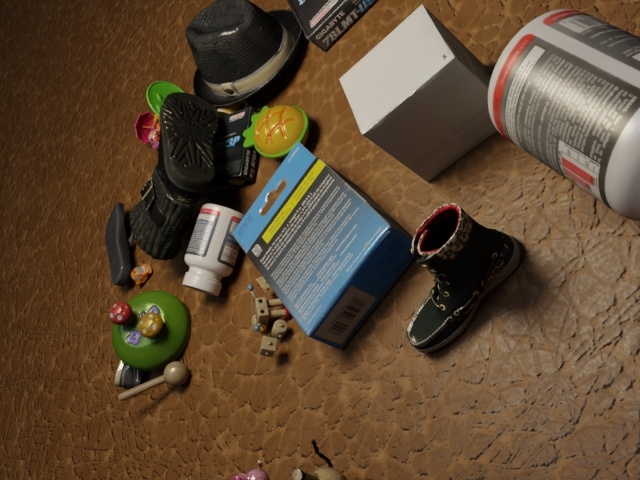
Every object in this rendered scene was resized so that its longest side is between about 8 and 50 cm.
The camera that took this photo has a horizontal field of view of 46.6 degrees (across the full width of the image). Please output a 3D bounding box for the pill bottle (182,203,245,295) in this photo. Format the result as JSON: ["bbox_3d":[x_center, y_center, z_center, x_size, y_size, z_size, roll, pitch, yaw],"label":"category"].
[{"bbox_3d":[-0.230,0.022,1.591,0.107,0.108,0.180,6,74,45],"label":"pill bottle"}]

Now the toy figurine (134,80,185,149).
[{"bbox_3d":[-0.423,-0.302,1.956,0.159,0.130,0.173,-38,72,42],"label":"toy figurine"}]

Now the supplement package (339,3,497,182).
[{"bbox_3d":[0.180,-0.243,1.262,0.194,0.203,0.149,-38,49,24],"label":"supplement package"}]

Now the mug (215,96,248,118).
[{"bbox_3d":[-0.214,-0.316,1.788,0.062,0.078,0.064,105,180,-65],"label":"mug"}]

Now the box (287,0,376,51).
[{"bbox_3d":[0.049,-0.619,1.670,0.295,0.073,0.293,-41,46,23],"label":"box"}]

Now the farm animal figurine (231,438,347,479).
[{"bbox_3d":[-0.065,0.525,1.161,0.330,0.172,0.327,-31,64,20],"label":"farm animal figurine"}]

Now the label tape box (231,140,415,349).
[{"bbox_3d":[0.000,0.000,1.384,0.241,0.105,0.334,-53,44,11],"label":"label tape box"}]

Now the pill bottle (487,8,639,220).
[{"bbox_3d":[0.412,-0.154,0.993,0.210,0.210,0.363,-52,44,11],"label":"pill bottle"}]

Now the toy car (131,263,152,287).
[{"bbox_3d":[-0.434,0.112,1.790,0.060,0.040,0.122,-35,49,26],"label":"toy car"}]

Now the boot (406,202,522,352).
[{"bbox_3d":[0.180,0.057,1.131,0.236,0.178,0.085,-49,45,13],"label":"boot"}]

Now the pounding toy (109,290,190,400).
[{"bbox_3d":[-0.382,0.205,1.599,0.182,0.110,0.237,-15,63,8],"label":"pounding toy"}]

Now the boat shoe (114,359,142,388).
[{"bbox_3d":[-0.406,0.242,1.702,0.064,0.075,0.206,16,71,3],"label":"boat shoe"}]

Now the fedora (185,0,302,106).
[{"bbox_3d":[-0.207,-0.471,1.742,0.333,0.152,0.334,-21,47,24],"label":"fedora"}]

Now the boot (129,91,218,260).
[{"bbox_3d":[-0.338,-0.153,1.693,0.348,0.131,0.260,-95,28,-45],"label":"boot"}]

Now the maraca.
[{"bbox_3d":[-0.098,-0.236,1.595,0.185,0.099,0.127,18,74,44],"label":"maraca"}]

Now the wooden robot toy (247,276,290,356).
[{"bbox_3d":[-0.103,0.156,1.454,0.079,0.076,0.173,111,152,-50],"label":"wooden robot toy"}]

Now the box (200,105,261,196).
[{"bbox_3d":[-0.231,-0.203,1.742,0.220,0.051,0.175,-9,66,41],"label":"box"}]

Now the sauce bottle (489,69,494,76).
[{"bbox_3d":[0.345,-0.317,1.259,0.128,0.042,0.042,-39,48,25],"label":"sauce bottle"}]

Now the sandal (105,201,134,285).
[{"bbox_3d":[-0.508,0.013,1.902,0.097,0.054,0.255,-50,43,37],"label":"sandal"}]
